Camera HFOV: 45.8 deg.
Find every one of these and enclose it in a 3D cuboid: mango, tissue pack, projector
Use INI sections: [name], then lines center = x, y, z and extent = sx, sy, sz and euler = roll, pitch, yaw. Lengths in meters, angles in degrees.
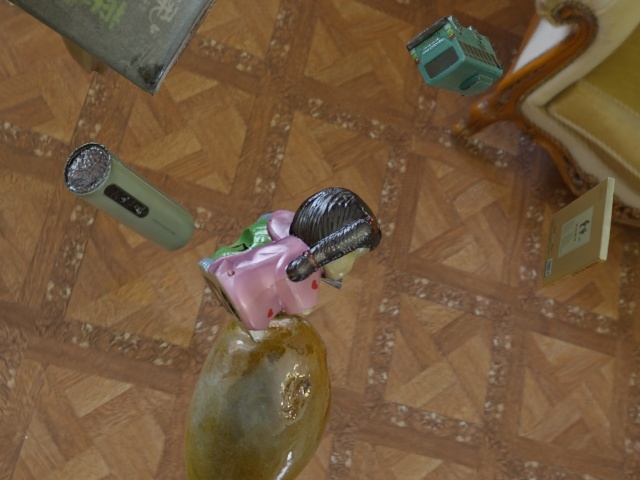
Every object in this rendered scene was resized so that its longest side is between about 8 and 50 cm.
[mango]
center = -0.102, 0.287, 1.203
extent = 0.221, 0.199, 0.384
euler = 15, 95, 10
[tissue pack]
center = -0.359, -0.461, 1.208
extent = 0.394, 0.124, 0.288
euler = 33, 104, -13
[projector]
center = -0.376, -0.079, 1.533
extent = 0.108, 0.337, 0.108
euler = -6, 69, 17

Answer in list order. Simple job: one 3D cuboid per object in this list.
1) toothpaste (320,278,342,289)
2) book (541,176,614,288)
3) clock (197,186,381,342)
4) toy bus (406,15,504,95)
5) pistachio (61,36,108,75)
[toothpaste]
center = 0.002, 0.000, 1.858
extent = 0.099, 0.068, 0.282
euler = 2, 43, -4
[book]
center = 0.357, -0.006, 1.061
extent = 0.012, 0.172, 0.118
euler = 14, 73, -6
[clock]
center = -0.036, 0.015, 0.883
extent = 0.195, 0.194, 0.100
euler = -33, 106, -11
[toy bus]
center = 0.209, -0.273, 1.151
extent = 0.160, 0.079, 0.092
euler = -4, 67, -56
[pistachio]
center = -0.433, -0.455, 1.448
extent = 0.162, 0.260, 0.213
euler = 8, 38, -17
